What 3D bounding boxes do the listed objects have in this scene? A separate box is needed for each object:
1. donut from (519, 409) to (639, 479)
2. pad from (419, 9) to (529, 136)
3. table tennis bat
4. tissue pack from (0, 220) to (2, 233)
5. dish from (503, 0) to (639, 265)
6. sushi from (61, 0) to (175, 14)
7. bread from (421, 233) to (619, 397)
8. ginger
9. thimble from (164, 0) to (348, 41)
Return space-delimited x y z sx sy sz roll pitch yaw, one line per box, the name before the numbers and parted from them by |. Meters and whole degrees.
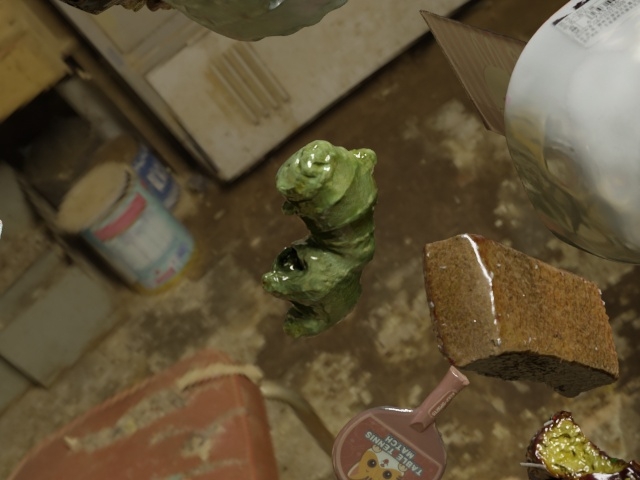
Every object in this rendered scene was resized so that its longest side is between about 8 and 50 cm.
donut | 0.360 0.348 1.619 0.096 0.216 0.230 -30 44 -18
pad | 0.227 -0.177 1.449 0.005 0.202 0.300 -38 28 -6
table tennis bat | 0.087 0.171 1.195 0.170 0.107 0.119 -52 7 20
tissue pack | -0.415 -0.002 1.405 0.094 0.074 0.058 -17 59 63
dish | 0.281 -0.092 0.954 0.256 0.256 0.117 -43 33 -4
sushi | -0.273 -0.466 1.588 0.328 0.285 0.328 28 112 29
bread | 0.271 0.107 1.602 0.113 0.417 0.165 -23 67 27
ginger | 0.001 0.004 1.324 0.137 0.290 0.089 -8 49 -19
thimble | -0.058 -0.258 0.877 0.250 0.172 0.205 39 95 41
